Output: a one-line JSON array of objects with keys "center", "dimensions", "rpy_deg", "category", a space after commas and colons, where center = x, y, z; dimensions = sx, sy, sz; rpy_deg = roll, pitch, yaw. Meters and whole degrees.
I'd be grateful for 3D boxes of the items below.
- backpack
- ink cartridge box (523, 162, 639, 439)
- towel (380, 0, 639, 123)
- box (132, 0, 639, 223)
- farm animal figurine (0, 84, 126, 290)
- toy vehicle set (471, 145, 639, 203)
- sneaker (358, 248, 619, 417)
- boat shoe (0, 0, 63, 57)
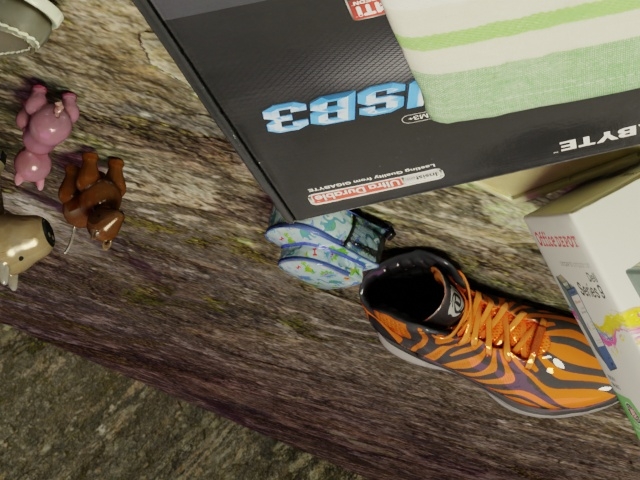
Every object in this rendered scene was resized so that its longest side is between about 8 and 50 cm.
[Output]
[{"center": [0.000, 0.000, 1.238], "dimensions": [0.114, 0.084, 0.105], "rpy_deg": [31, 157, -29], "category": "backpack"}, {"center": [0.252, 0.051, 0.877], "dimensions": [0.212, 0.093, 0.154], "rpy_deg": [63, 177, -2], "category": "ink cartridge box"}, {"center": [0.127, -0.154, 0.427], "dimensions": [0.248, 0.038, 0.325], "rpy_deg": [-10, 154, 14], "category": "towel"}, {"center": [0.077, -0.124, 0.594], "dimensions": [0.295, 0.073, 0.293], "rpy_deg": [-11, 153, 11], "category": "box"}, {"center": [-0.374, -0.039, 1.234], "dimensions": [0.327, 0.172, 0.330], "rpy_deg": [-8, 158, 24], "category": "farm animal figurine"}, {"center": [0.150, -0.098, 0.851], "dimensions": [0.166, 0.035, 0.267], "rpy_deg": [24, 162, -18], "category": "toy vehicle set"}, {"center": [0.184, 0.105, 1.303], "dimensions": [0.321, 0.124, 0.180], "rpy_deg": [12, 163, 22], "category": "sneaker"}, {"center": [-0.358, -0.186, 1.015], "dimensions": [0.305, 0.091, 0.109], "rpy_deg": [10, 161, 27], "category": "boat shoe"}]
